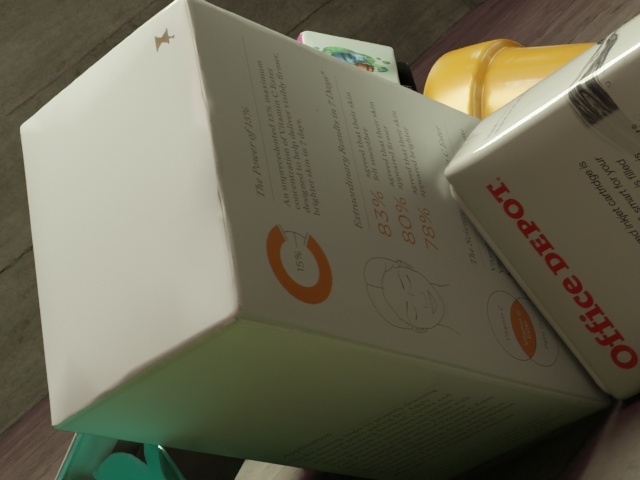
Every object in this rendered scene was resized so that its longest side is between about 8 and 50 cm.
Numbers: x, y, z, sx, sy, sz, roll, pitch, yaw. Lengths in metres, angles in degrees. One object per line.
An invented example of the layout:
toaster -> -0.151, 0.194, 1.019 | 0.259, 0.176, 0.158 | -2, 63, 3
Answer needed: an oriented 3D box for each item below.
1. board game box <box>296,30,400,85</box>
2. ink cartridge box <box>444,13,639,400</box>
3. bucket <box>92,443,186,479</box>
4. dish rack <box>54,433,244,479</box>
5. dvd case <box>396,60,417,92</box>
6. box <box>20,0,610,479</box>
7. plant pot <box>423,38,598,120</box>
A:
board game box -> 0.000, 0.000, 1.383 | 0.224, 0.097, 0.303 | 121, 150, -44
ink cartridge box -> 0.248, -0.051, 0.976 | 0.273, 0.198, 0.115 | -33, 10, 32
bucket -> -0.142, 0.276, 0.957 | 0.281, 0.183, 0.281 | -37, 9, 7
dish rack -> -0.100, 0.137, 1.186 | 0.285, 0.072, 0.333 | -41, -17, -55
dvd case -> 0.046, -0.022, 1.453 | 0.179, 0.030, 0.238 | -102, 27, -44
box -> 0.001, 0.019, 1.007 | 0.168, 0.215, 0.345 | -32, -33, 35
plant pot -> 0.226, -0.099, 1.430 | 0.188, 0.205, 0.205 | -13, 22, 34
